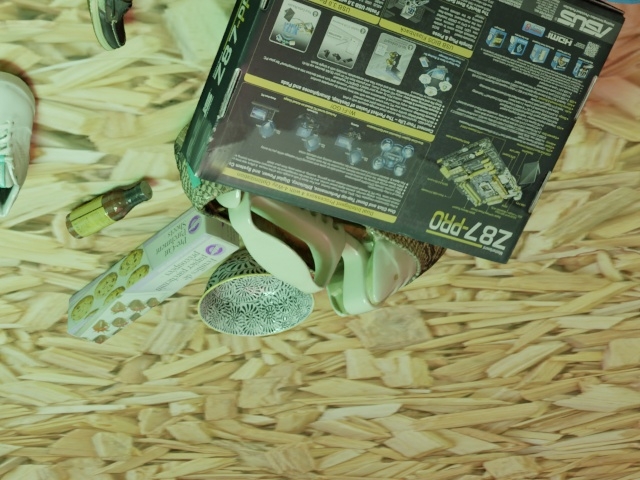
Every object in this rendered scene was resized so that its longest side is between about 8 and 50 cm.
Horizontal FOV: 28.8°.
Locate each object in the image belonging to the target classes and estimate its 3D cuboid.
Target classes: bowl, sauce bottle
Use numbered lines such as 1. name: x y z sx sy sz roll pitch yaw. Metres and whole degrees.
1. bowl: -0.095 0.064 1.813 0.170 0.080 0.170 -4 145 -3
2. sauce bottle: -0.280 -0.042 1.661 0.128 0.042 0.042 -22 143 24

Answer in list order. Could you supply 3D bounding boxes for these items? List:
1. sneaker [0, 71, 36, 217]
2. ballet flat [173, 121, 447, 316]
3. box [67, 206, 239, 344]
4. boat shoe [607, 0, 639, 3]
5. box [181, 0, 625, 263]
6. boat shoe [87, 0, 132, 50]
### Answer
1. sneaker: -0.381 -0.111 1.498 0.080 0.094 0.212 0 145 -6
2. ballet flat: 0.000 0.000 1.646 0.164 0.182 0.483 -32 139 31
3. box: -0.244 0.049 1.781 0.063 0.067 0.324 25 136 -38
4. boat shoe: 0.270 -0.318 1.296 0.258 0.109 0.089 10 139 -27
5. box: 0.090 -0.170 1.343 0.395 0.097 0.318 15 107 -23
6. boat shoe: -0.223 -0.262 1.337 0.049 0.056 0.152 -2 146 3
